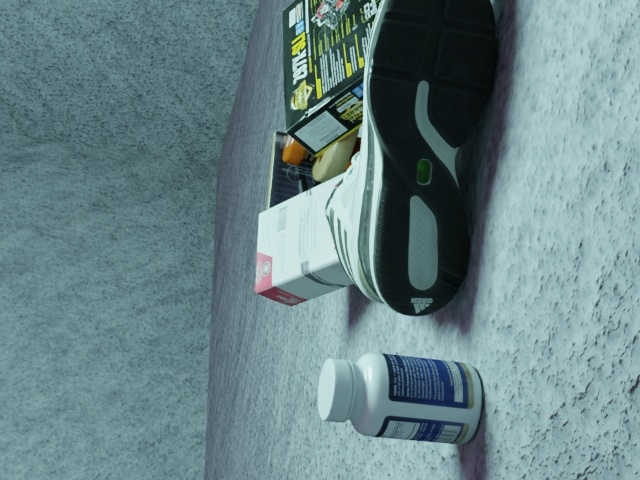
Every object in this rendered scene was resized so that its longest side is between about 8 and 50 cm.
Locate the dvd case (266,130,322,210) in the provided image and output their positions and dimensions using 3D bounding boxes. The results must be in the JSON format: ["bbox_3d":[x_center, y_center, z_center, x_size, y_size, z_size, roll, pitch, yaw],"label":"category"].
[{"bbox_3d":[-0.019,-0.079,1.570,0.018,0.165,0.221,-24,58,62],"label":"dvd case"}]

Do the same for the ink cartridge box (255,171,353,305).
[{"bbox_3d":[0.000,0.000,1.406,0.218,0.092,0.158,-24,54,39],"label":"ink cartridge box"}]

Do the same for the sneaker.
[{"bbox_3d":[0.082,-0.139,1.118,0.257,0.169,0.447,-170,85,-68],"label":"sneaker"}]

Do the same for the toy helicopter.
[{"bbox_3d":[0.057,-0.267,1.453,0.235,0.140,0.354,-155,82,-79],"label":"toy helicopter"}]

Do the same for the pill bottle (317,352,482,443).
[{"bbox_3d":[0.087,0.176,0.965,0.094,0.170,0.094,-172,90,-76],"label":"pill bottle"}]

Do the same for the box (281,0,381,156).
[{"bbox_3d":[0.057,-0.321,1.328,0.257,0.079,0.322,-34,40,29],"label":"box"}]
